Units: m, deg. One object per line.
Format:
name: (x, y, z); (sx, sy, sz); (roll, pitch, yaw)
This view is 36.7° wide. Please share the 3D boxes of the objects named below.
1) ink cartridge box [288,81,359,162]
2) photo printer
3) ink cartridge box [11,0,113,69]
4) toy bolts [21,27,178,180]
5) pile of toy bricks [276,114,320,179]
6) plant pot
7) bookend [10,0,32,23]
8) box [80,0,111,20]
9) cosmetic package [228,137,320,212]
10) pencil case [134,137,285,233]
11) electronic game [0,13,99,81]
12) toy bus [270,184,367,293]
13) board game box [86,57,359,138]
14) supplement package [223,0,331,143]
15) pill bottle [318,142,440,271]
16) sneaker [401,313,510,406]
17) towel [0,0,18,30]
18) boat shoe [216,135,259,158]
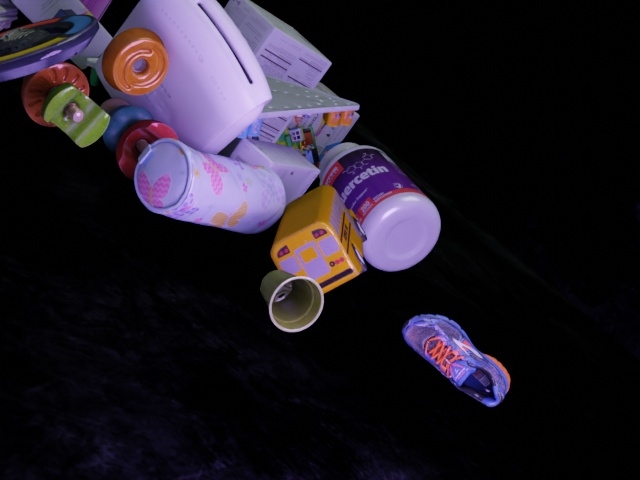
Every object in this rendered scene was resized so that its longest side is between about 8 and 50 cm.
ink cartridge box: (-0.055, -0.327, 2.484); (0.168, 0.171, 0.232); (45, 16, 31)
photo printer: (-0.217, -0.260, 1.530); (0.107, 0.307, 0.256); (-38, 95, -35)
ink cartridge box: (-0.504, -0.442, 1.808); (0.154, 0.093, 0.212); (48, -2, 36)
toy bolts: (-0.321, -0.226, 1.480); (0.158, 0.218, 0.228); (43, -3, 41)
pile of toy bricks: (-0.065, -0.234, 2.292); (0.118, 0.105, 0.212); (-98, 175, -67)
plant pot: (-0.049, 0.078, 1.382); (0.083, 0.083, 0.079); (29, 3, -30)
bookend: (-0.564, -0.515, 1.880); (0.157, 0.156, 0.072); (20, 22, -48)
box: (-0.596, -0.620, 2.231); (0.243, 0.117, 0.213); (31, 15, -19)
cosmetic package: (-0.099, -0.116, 1.796); (0.085, 0.117, 0.231); (42, 16, 17)
pencil case: (-0.168, -0.084, 1.517); (0.273, 0.113, 0.124); (10, 50, -60)
electronic game: (-0.427, -0.277, 1.374); (0.229, 0.229, 0.048); (-114, -173, -64)
toy bus: (0.000, 0.000, 1.587); (0.130, 0.108, 0.333); (59, 10, -12)
board game box: (-0.183, -0.282, 1.860); (0.390, 0.050, 0.390); (22, 20, 28)
supplement package: (-0.157, -0.380, 2.209); (0.198, 0.263, 0.199); (23, 20, -45)
pill bottle: (0.112, -0.086, 2.076); (0.181, 0.181, 0.323); (26, 17, -37)
sneaker: (0.235, 0.204, 1.646); (0.221, 0.083, 0.087); (34, 19, -4)
towel: (-0.663, -0.465, 1.588); (0.317, 0.053, 0.332); (44, 11, -13)
boat shoe: (-0.154, -0.204, 1.957); (0.099, 0.116, 0.319); (27, 11, -23)
